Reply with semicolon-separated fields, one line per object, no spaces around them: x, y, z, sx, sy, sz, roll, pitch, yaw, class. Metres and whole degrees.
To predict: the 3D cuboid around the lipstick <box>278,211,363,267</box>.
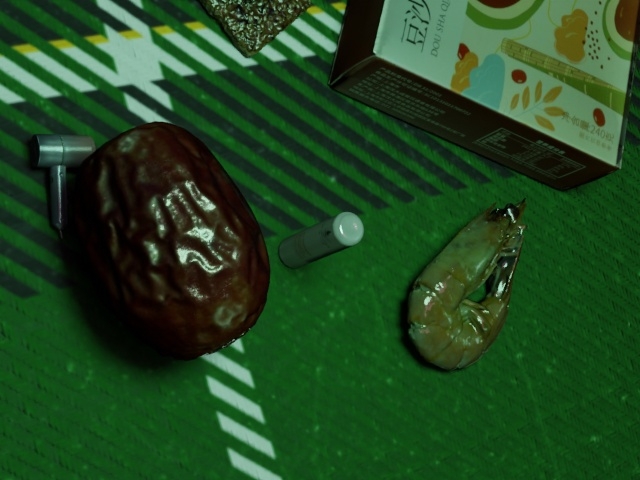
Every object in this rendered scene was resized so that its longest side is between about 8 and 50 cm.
0.000;0.000;1.287;0.040;0.141;0.040;7;74;-28;lipstick

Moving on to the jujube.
-0.156;0.003;1.180;0.183;0.183;0.243;-29;92;-30;jujube

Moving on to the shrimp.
0.200;0.048;1.433;0.145;0.061;0.267;46;58;-21;shrimp

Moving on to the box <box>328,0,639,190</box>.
0.236;-0.297;1.495;0.385;0.122;0.344;21;69;-23;box

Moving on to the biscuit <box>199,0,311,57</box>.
-0.118;-0.343;1.373;0.231;0.025;0.131;49;61;-10;biscuit

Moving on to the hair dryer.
-0.275;-0.057;1.219;0.063;0.037;0.114;0;86;-30;hair dryer
